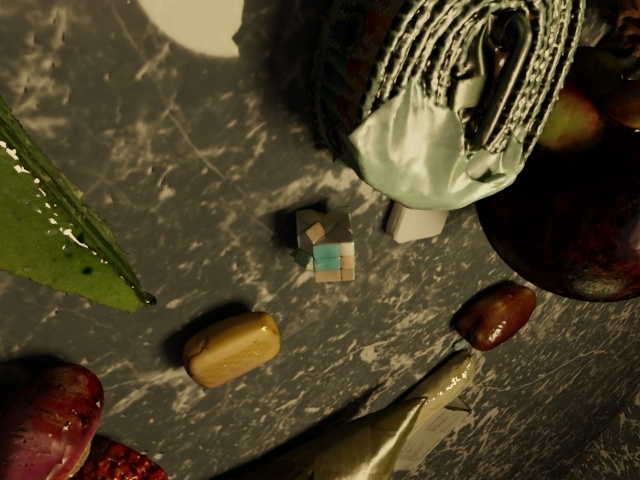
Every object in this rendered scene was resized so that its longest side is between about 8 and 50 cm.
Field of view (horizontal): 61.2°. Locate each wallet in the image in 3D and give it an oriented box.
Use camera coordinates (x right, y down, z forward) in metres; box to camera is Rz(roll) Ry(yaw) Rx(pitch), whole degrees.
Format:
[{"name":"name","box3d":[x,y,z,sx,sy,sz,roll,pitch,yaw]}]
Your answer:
[{"name":"wallet","box3d":[0.143,-0.080,0.671,0.095,0.033,0.190,-13,134,-33]}]

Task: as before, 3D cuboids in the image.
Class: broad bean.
[{"name":"broad bean","box3d":[0.326,0.137,0.983,0.165,0.084,0.114,-18,152,-35]}]

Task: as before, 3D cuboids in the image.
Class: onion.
[{"name":"onion","box3d":[-0.287,0.180,0.510,0.140,0.150,0.150,25,112,-10]}]

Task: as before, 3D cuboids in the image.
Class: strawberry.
[{"name":"strawberry","box3d":[-0.260,0.339,0.605,0.187,0.201,0.184,-19,112,-3]}]

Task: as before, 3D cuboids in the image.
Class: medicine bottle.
[{"name":"medicine bottle","box3d":[0.219,0.416,1.172,0.201,0.052,0.171,-50,140,12]}]

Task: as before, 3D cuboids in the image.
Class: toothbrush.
[{"name":"toothbrush","box3d":[0.339,0.172,1.075,0.193,0.013,0.019,-22,128,-21]}]

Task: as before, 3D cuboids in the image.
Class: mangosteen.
[{"name":"mangosteen","box3d":[0.314,-0.074,0.624,0.288,0.288,0.288,-22,137,-22]}]

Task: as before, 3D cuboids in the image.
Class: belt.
[{"name":"belt","box3d":[0.103,-0.151,0.483,0.207,0.150,0.257,-1,126,-28]}]

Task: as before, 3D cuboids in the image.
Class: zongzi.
[{"name":"zongzi","box3d":[-0.008,0.380,0.868,0.323,0.160,0.360,15,116,-47]}]

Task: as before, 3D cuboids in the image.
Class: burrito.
[{"name":"burrito","box3d":[0.199,0.314,1.055,0.275,0.059,0.082,-35,132,-5]}]

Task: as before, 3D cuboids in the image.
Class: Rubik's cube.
[{"name":"Rubik's cube","box3d":[0.000,0.003,0.603,0.073,0.084,0.075,-6,117,0]}]

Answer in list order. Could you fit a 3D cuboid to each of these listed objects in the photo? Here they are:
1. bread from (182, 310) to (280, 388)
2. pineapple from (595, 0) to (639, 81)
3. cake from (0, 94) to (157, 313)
[{"name":"bread","box3d":[-0.105,0.121,0.636,0.115,0.056,0.082,-28,139,-5]},{"name":"pineapple","box3d":[0.412,-0.261,0.595,0.223,0.223,0.357,-50,157,10]},{"name":"cake","box3d":[-0.221,-0.016,0.383,0.099,0.100,0.235,-32,140,-8]}]
